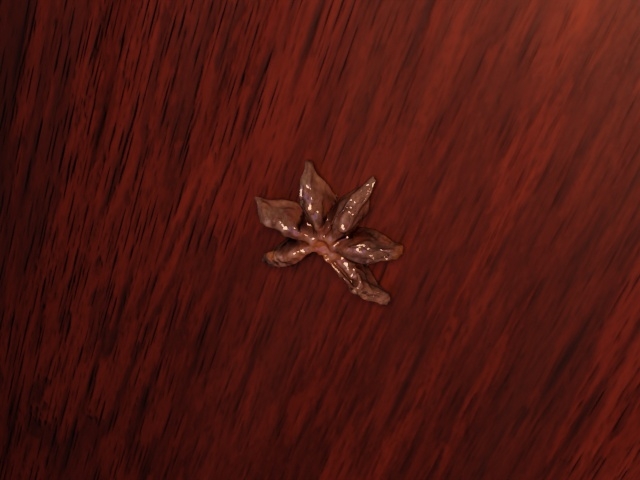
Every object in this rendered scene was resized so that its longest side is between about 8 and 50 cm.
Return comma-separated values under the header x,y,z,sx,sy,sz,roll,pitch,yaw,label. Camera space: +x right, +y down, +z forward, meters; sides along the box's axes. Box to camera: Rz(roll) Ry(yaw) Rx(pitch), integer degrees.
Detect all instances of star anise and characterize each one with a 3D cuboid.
x,y,z,sx,sy,sz,roll,pitch,yaw,label
0.005,-0.014,1.569,0.208,0.063,0.171,19,121,18,star anise
